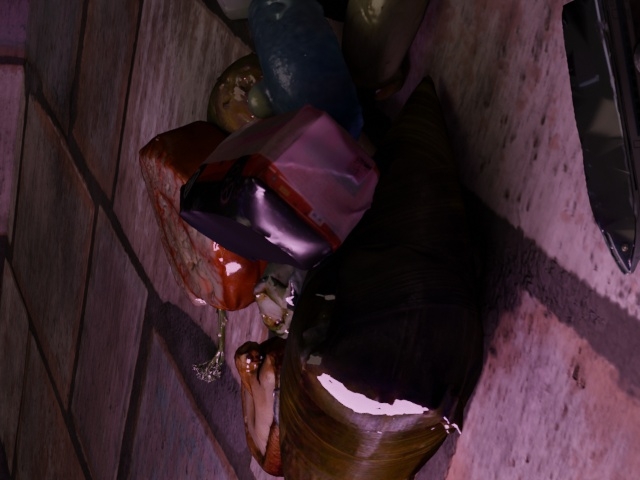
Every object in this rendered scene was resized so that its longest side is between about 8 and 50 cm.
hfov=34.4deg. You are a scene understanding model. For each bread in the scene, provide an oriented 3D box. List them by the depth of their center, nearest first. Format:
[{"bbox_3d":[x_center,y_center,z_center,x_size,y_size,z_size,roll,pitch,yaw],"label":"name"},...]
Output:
[{"bbox_3d":[-0.177,-0.034,1.604,0.328,0.114,0.295,3,113,69],"label":"bread"}]

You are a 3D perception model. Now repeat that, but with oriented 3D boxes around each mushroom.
[{"bbox_3d":[0.091,-0.322,1.208,0.107,0.087,0.333,47,131,40],"label":"mushroom"},{"bbox_3d":[-0.037,0.220,1.428,0.231,0.138,0.194,174,82,-73],"label":"mushroom"}]

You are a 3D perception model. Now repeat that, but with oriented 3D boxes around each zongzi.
[{"bbox_3d":[0.070,0.080,1.213,0.403,0.208,0.432,104,178,-54],"label":"zongzi"}]

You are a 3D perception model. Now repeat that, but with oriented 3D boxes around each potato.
[{"bbox_3d":[-0.108,-0.197,1.570,0.251,0.113,0.149,123,131,-67],"label":"potato"}]

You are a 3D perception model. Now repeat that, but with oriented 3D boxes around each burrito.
[{"bbox_3d":[0.000,0.000,1.264,0.229,0.089,0.144,-58,-15,-26],"label":"burrito"}]

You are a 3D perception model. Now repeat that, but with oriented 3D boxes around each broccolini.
[{"bbox_3d":[-0.178,0.160,1.797,0.052,0.054,0.194,15,98,31],"label":"broccolini"}]

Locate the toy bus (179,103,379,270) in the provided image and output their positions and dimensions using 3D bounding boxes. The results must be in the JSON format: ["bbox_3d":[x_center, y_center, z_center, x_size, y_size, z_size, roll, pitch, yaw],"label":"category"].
[{"bbox_3d":[-0.053,-0.055,1.135,0.147,0.127,0.303,-52,16,-10],"label":"toy bus"}]

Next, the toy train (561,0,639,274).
[{"bbox_3d":[0.265,-0.095,0.923,0.055,0.048,0.251,-11,86,57],"label":"toy train"}]

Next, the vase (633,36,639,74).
[{"bbox_3d":[0.321,-0.173,0.798,0.167,0.059,0.059,-34,60,58],"label":"vase"}]

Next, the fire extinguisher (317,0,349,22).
[{"bbox_3d":[0.005,-0.449,1.370,0.147,0.106,0.337,-41,51,26],"label":"fire extinguisher"}]

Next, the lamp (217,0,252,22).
[{"bbox_3d":[-0.137,-0.456,1.548,0.269,0.047,0.266,61,162,-20],"label":"lamp"}]

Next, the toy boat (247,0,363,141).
[{"bbox_3d":[-0.042,-0.207,1.303,0.330,0.123,0.215,-115,7,-64],"label":"toy boat"}]
